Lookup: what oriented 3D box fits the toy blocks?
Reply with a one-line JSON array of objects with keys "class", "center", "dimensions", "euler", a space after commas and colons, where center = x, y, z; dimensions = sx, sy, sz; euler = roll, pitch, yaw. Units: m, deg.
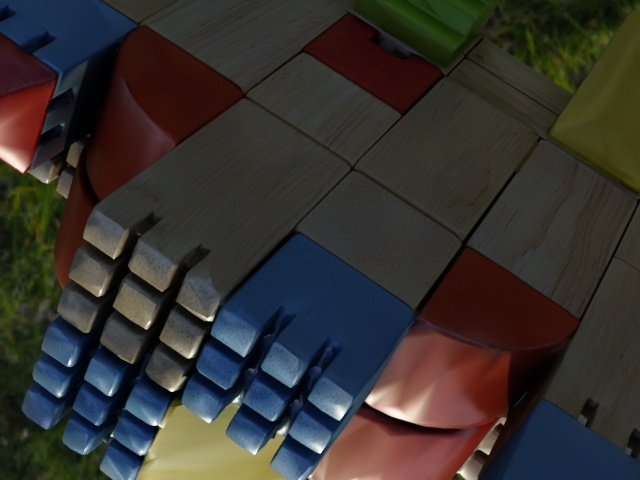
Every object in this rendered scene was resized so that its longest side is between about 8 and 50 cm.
[{"class": "toy blocks", "center": [0.000, 0.000, 0.448], "dimensions": [0.381, 0.261, 0.191], "euler": [34, 129, 8]}]
